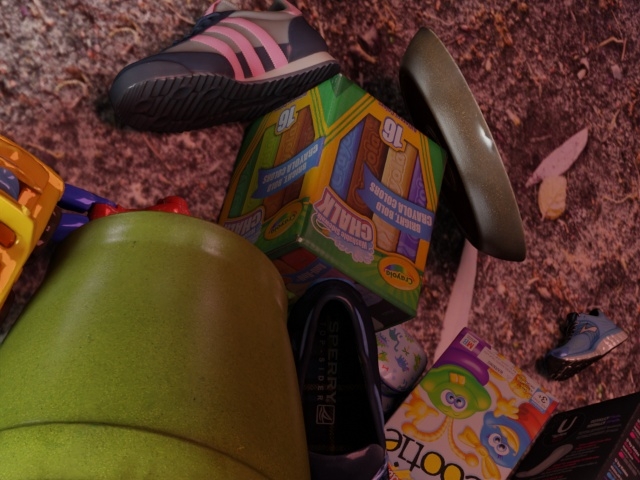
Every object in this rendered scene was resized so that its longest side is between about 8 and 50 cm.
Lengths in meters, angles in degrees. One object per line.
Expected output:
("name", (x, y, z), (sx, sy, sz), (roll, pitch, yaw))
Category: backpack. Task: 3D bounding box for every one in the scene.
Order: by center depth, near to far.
("backpack", (0.059, 0.145, 1.703), (0.105, 0.084, 0.114), (47, 52, -15))

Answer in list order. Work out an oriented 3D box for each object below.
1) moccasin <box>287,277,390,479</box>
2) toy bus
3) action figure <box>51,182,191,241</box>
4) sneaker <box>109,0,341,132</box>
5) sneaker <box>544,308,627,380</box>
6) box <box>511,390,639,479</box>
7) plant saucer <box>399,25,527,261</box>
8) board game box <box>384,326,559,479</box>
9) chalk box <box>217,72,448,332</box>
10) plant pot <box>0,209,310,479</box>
("moccasin", (0.001, 0.209, 1.459), (0.137, 0.117, 0.342), (-7, 88, -1))
("toy bus", (-0.316, 0.001, 1.296), (0.149, 0.211, 0.220), (33, 78, -15))
("action figure", (-0.240, -0.012, 1.503), (0.280, 0.139, 0.091), (13, 67, -14))
("sneaker", (-0.125, -0.206, 1.673), (0.319, 0.112, 0.131), (-13, 66, -47))
("sneaker", (0.343, 0.136, 1.992), (0.162, 0.063, 0.073), (-20, 71, -49))
("box", (0.328, 0.332, 1.817), (0.143, 0.165, 0.270), (54, 48, -12))
("plant saucer", (0.164, -0.108, 1.801), (0.050, 0.310, 0.311), (-24, 91, -3))
("board game box", (0.125, 0.252, 1.651), (0.144, 0.142, 0.275), (38, 48, 7))
("chalk box", (0.000, 0.000, 1.638), (0.179, 0.180, 0.289), (34, 53, -28))
("plant pot", (-0.161, 0.174, 1.341), (0.366, 0.366, 0.353), (34, 43, -28))
